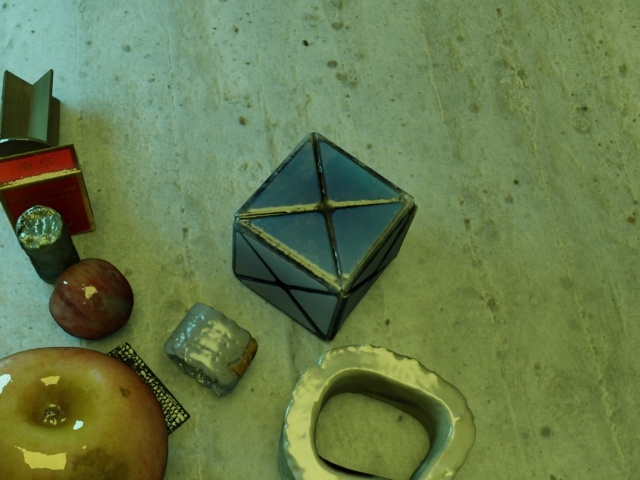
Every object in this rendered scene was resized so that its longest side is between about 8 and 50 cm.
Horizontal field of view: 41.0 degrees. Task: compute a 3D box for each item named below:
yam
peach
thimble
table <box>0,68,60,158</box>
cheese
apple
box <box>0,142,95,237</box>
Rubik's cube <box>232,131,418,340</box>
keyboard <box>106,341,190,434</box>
[{"bbox_3d":[-0.494,0.011,1.560,0.093,0.259,0.093,3,73,-9],"label":"yam"},{"bbox_3d":[-0.417,0.115,1.589,0.152,0.152,0.152,3,64,-6],"label":"peach"},{"bbox_3d":[-0.201,0.201,1.573,0.151,0.127,0.118,31,66,9],"label":"thimble"},{"bbox_3d":[-0.588,-0.233,1.730,0.167,0.167,0.227,-3,56,-9],"label":"table"},{"bbox_3d":[0.097,0.354,1.525,0.332,0.153,0.292,14,63,1],"label":"cheese"},{"bbox_3d":[-0.426,0.339,1.368,0.363,0.364,0.364,3,64,-6],"label":"apple"},{"bbox_3d":[-0.514,-0.081,1.606,0.153,0.240,0.074,-18,68,-15],"label":"box"},{"bbox_3d":[0.000,0.000,1.628,0.260,0.255,0.259,37,67,13],"label":"Rubik's cube"},{"bbox_3d":[-0.324,0.272,1.585,0.060,0.018,0.195,-38,75,-24],"label":"keyboard"}]
